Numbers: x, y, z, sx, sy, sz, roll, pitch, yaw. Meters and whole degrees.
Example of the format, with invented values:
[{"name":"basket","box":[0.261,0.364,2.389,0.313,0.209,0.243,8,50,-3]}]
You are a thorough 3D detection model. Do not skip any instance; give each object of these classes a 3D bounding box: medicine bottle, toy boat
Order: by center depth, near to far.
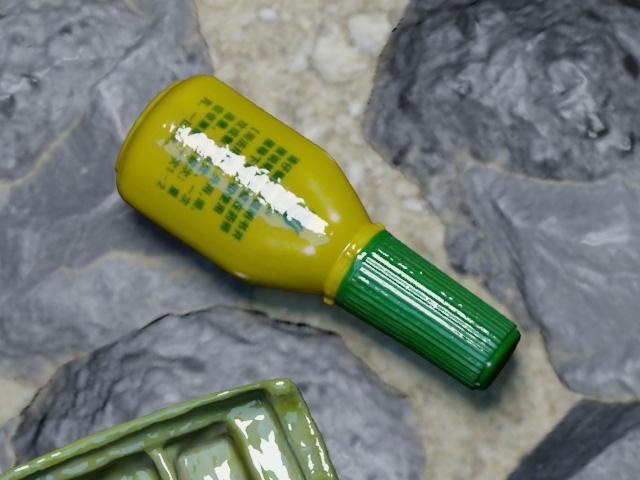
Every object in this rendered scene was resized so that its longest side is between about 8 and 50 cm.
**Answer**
[{"name":"toy boat","box":[-0.125,0.170,0.985,0.276,0.084,0.111,-23,76,-2]},{"name":"medicine bottle","box":[0.000,0.000,1.008,0.260,0.064,0.095,34,80,14]}]
